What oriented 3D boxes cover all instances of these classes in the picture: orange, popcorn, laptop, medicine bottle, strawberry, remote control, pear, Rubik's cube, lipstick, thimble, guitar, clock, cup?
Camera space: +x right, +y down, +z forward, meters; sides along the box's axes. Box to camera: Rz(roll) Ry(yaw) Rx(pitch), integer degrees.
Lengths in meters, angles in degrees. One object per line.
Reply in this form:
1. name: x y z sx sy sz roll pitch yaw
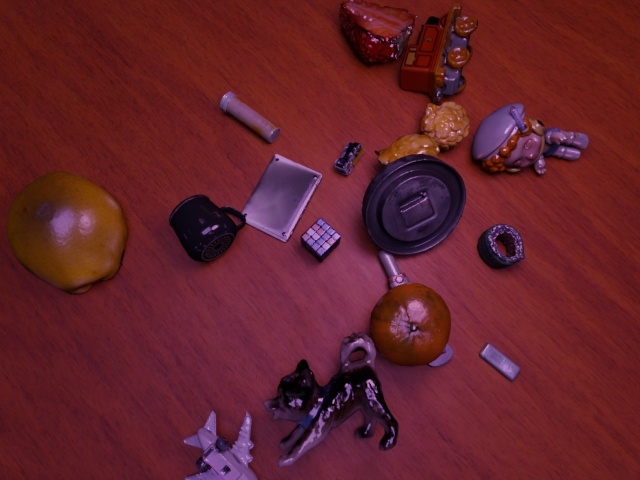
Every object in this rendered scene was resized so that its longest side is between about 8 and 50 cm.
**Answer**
1. orange: 0.257 0.239 1.222 0.239 0.171 0.240 -1 79 5
2. popcorn: 0.417 -0.392 1.444 0.179 0.170 0.180 0 90 -37
3. laptop: -0.132 -0.147 1.430 0.187 0.015 0.269 26 76 7
4. medicine bottle: -0.242 -0.423 1.481 0.218 0.074 0.074 37 77 7
5. strawberry: 0.186 -0.732 1.542 0.280 0.150 0.254 15 54 6
6. remote control: 0.542 0.366 1.295 0.124 0.018 0.053 38 76 9
7. pear: -0.788 -0.040 1.297 0.340 0.191 0.387 -31 76 -9
8. Rubik's cube: 0.000 0.000 1.351 0.092 0.092 0.092 43 77 10
9. lipstick: 0.220 0.080 1.353 0.063 0.057 0.186 -23 73 -6
10. thimble: 0.570 0.019 1.358 0.118 0.090 0.135 -17 77 -3
11. popcorn: 0.285 -0.224 1.384 0.253 0.190 0.191 -25 44 5
12. guitar: 0.319 0.270 1.314 0.088 0.025 0.234 -24 75 -7
13. clock: 0.280 -0.104 1.295 0.318 0.319 0.066 -15 33 -5
14. cup: -0.345 -0.049 1.337 0.176 0.169 0.223 45 48 18

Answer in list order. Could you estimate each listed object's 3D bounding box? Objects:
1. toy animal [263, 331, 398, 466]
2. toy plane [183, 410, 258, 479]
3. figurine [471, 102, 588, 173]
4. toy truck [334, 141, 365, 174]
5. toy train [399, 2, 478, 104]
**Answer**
1. toy animal: 0.015 0.422 1.186 0.344 0.194 0.303 -6 80 -6
2. toy plane: -0.257 0.605 1.169 0.255 0.101 0.251 44 90 11
3. figurine: 0.688 -0.324 1.444 0.381 0.225 0.205 11 49 -23
4. toy truck: 0.102 -0.279 1.450 0.052 0.063 0.123 26 74 29
5. toy train: 0.414 -0.647 1.511 0.231 0.163 0.369 13 72 15
